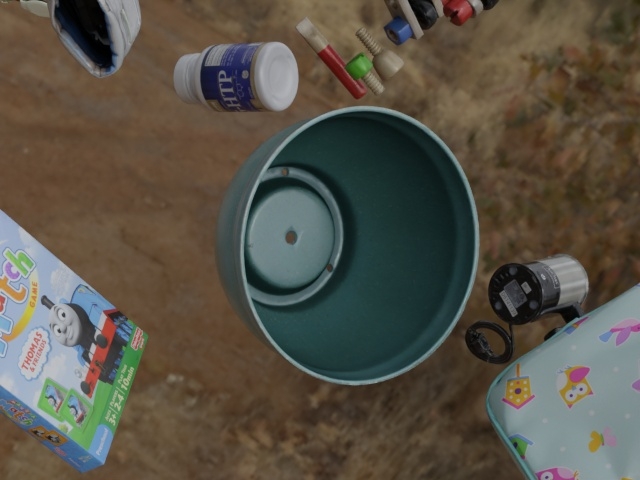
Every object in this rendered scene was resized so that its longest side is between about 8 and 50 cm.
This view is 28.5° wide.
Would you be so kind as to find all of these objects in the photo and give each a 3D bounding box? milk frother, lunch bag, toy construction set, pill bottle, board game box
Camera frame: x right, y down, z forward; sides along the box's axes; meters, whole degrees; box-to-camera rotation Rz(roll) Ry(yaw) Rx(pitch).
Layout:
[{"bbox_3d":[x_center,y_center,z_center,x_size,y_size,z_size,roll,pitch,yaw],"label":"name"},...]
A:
[{"bbox_3d":[0.281,0.094,1.733,0.135,0.143,0.129,-6,79,-51],"label":"milk frother"},{"bbox_3d":[0.315,0.174,1.239,0.108,0.279,0.224,53,5,-45],"label":"lunch bag"},{"bbox_3d":[0.092,-0.375,1.740,0.237,0.309,0.257,47,11,-15],"label":"toy construction set"},{"bbox_3d":[-0.141,-0.264,2.051,0.187,0.112,0.112,3,6,33],"label":"pill bottle"},{"bbox_3d":[-0.264,0.093,1.182,0.211,0.039,0.160,44,39,-29],"label":"board game box"}]

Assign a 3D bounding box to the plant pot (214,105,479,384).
[{"bbox_3d":[0.000,0.000,1.402,0.293,0.293,0.196,20,-6,-30],"label":"plant pot"}]

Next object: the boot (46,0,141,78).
[{"bbox_3d":[-0.262,-0.303,1.350,0.123,0.095,0.258,-92,162,-55],"label":"boot"}]

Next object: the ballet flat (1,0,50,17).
[{"bbox_3d":[-0.410,-0.354,1.764,0.206,0.073,0.067,23,47,22],"label":"ballet flat"}]
